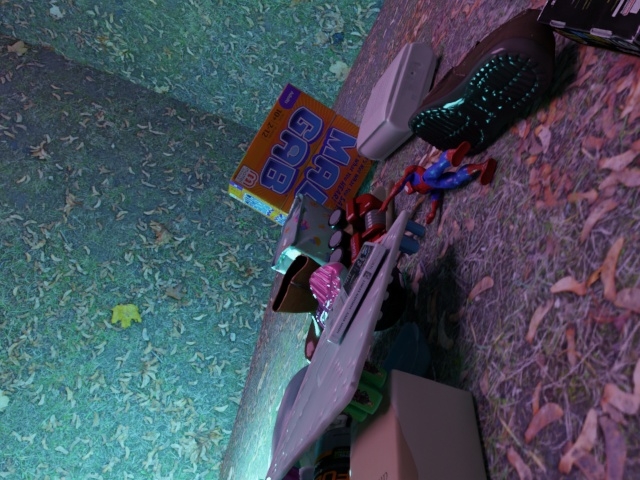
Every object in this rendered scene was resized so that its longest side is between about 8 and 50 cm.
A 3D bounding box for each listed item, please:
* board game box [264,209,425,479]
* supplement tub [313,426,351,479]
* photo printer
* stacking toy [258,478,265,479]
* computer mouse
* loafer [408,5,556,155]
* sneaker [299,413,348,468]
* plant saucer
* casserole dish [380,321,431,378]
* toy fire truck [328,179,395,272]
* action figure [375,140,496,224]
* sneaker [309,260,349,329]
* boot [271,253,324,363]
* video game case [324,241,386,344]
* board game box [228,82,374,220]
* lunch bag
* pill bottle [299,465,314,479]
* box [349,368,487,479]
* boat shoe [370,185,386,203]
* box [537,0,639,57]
[{"bbox_3d":[0.040,0.195,0.909,0.390,0.050,0.390,-61,3,43],"label":"board game box"},{"bbox_3d":[0.043,0.404,0.853,0.190,0.117,0.117,-84,17,-54],"label":"supplement tub"},{"bbox_3d":[0.200,-0.371,1.527,0.307,0.107,0.256,145,143,-75],"label":"photo printer"},{"bbox_3d":[-0.016,0.471,0.750,0.130,0.309,0.279,-33,-18,-9],"label":"stacking toy"},{"bbox_3d":[0.155,0.070,1.092,0.262,0.060,0.184,-81,18,-70],"label":"computer mouse"},{"bbox_3d":[0.273,-0.251,0.910,0.130,0.133,0.366,-61,11,-16],"label":"loafer"},{"bbox_3d":[0.012,0.394,1.137,0.229,0.087,0.092,-83,15,-46],"label":"sneaker"},{"bbox_3d":[-0.056,0.426,1.195,0.317,0.043,0.318,8,-90,-79],"label":"plant saucer"},{"bbox_3d":[0.137,0.227,0.919,0.114,0.037,0.188,-95,25,-67],"label":"casserole dish"},{"bbox_3d":[0.125,-0.045,1.280,0.246,0.158,0.217,-40,31,32],"label":"toy fire truck"},{"bbox_3d":[0.199,-0.088,1.009,0.139,0.091,0.280,-59,9,-6],"label":"action figure"},{"bbox_3d":[0.050,0.122,1.222,0.111,0.103,0.252,-32,-32,-21],"label":"sneaker"},{"bbox_3d":[-0.023,0.180,1.313,0.264,0.096,0.280,-60,-30,4],"label":"boot"},{"bbox_3d":[0.056,0.083,0.945,0.173,0.022,0.190,-63,1,0],"label":"video game case"},{"bbox_3d":[-0.067,-0.237,1.830,0.357,0.356,0.356,-61,9,-6],"label":"board game box"},{"bbox_3d":[0.000,0.000,1.561,0.160,0.223,0.262,-51,20,41],"label":"lunch bag"},{"bbox_3d":[-0.029,0.535,0.989,0.117,0.117,0.215,-123,54,-78],"label":"pill bottle"},{"bbox_3d":[0.111,0.323,0.623,0.311,0.121,0.148,-84,17,-54],"label":"box"},{"bbox_3d":[0.142,-0.080,1.466,0.043,0.049,0.137,176,108,-82],"label":"boat shoe"},{"bbox_3d":[0.388,-0.366,0.580,0.257,0.079,0.322,-95,27,-64],"label":"box"}]
